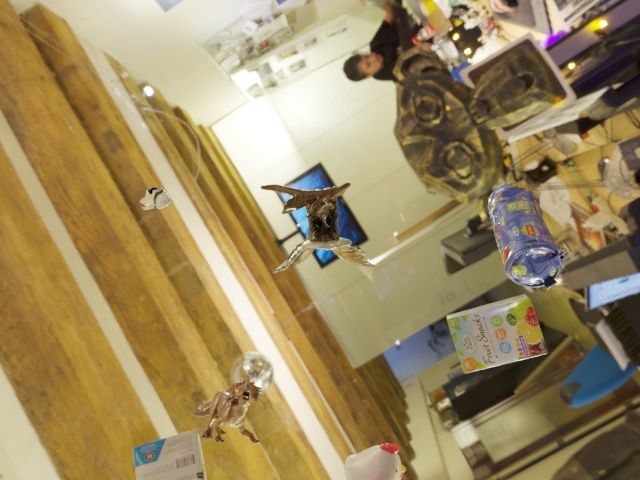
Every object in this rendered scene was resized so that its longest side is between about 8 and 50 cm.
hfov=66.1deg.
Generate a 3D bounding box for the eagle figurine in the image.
[{"bbox_3d":[0.005,-0.007,1.140,0.226,0.225,0.298,32,146,28],"label":"eagle figurine"}]

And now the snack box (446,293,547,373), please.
[{"bbox_3d":[0.300,0.160,0.843,0.037,0.141,0.100,-12,-96,-75],"label":"snack box"}]

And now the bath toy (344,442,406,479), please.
[{"bbox_3d":[0.125,0.510,0.879,0.151,0.129,0.348,30,-159,-13],"label":"bath toy"}]

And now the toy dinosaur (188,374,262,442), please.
[{"bbox_3d":[-0.283,0.511,1.529,0.127,0.295,0.201,17,-107,-46],"label":"toy dinosaur"}]

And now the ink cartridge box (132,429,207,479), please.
[{"bbox_3d":[-0.322,0.536,1.082,0.082,0.139,0.191,102,153,-63],"label":"ink cartridge box"}]

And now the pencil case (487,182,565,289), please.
[{"bbox_3d":[0.488,-0.020,1.183,0.306,0.133,0.119,-78,-31,-54],"label":"pencil case"}]

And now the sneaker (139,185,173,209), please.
[{"bbox_3d":[-0.334,-0.088,0.987,0.109,0.040,0.044,-1,125,46],"label":"sneaker"}]
